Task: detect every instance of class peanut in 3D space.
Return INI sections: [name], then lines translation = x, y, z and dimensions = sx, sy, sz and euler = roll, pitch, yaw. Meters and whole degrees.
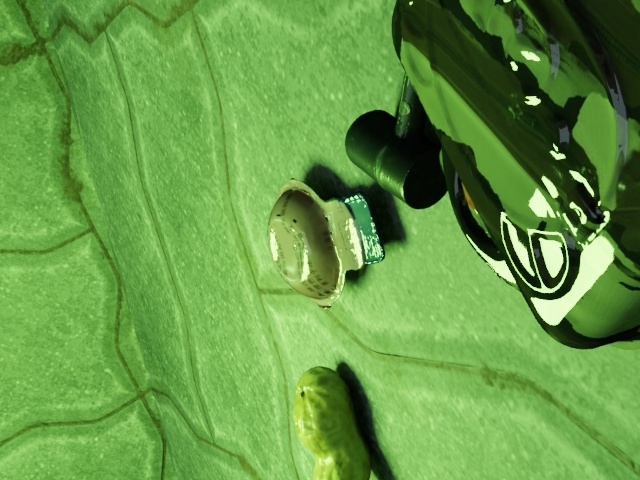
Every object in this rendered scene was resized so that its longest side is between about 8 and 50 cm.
[peanut]
translation = 0.019, 0.304, 1.349
dimensions = 0.098, 0.103, 0.229
euler = 163, 90, -77

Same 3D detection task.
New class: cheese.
[cheese]
translation = 0.000, 0.000, 1.206
dimensions = 0.286, 0.074, 0.189
euler = -18, 92, 61

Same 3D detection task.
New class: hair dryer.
[hair dryer]
translation = 0.092, -0.153, 0.937
dimensions = 0.124, 0.071, 0.219
euler = 44, 137, 43

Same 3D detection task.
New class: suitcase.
[suitcase]
translation = 0.193, -0.106, 0.619
dimensions = 0.339, 0.194, 0.351
euler = 108, 144, -56

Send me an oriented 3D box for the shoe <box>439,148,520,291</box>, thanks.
[shoe]
translation = 0.183, -0.034, 0.830
dimensions = 0.194, 0.074, 0.077
euler = 63, 148, 19
